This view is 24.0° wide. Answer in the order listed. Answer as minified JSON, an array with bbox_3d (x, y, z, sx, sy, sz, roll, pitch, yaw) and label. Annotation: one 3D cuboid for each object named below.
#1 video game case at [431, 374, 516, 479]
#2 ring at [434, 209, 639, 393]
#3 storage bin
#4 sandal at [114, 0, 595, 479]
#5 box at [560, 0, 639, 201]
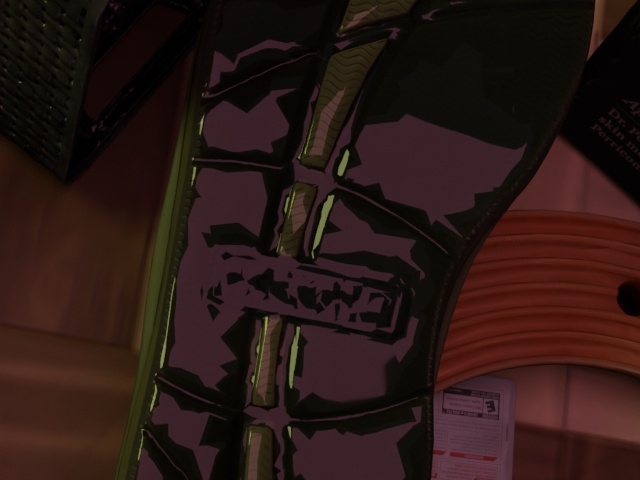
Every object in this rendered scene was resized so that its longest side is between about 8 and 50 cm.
[{"bbox_3d":[0.026,0.105,0.546,0.087,0.011,0.122,9,73,-11],"label":"video game case"},{"bbox_3d":[0.087,0.153,0.525,0.336,0.032,0.337,4,75,-13],"label":"ring"},{"bbox_3d":[-0.073,-0.109,0.492,0.084,0.180,0.122,38,70,0],"label":"storage bin"},{"bbox_3d":[-0.002,0.001,0.492,0.120,0.086,0.303,20,80,-8],"label":"sandal"},{"bbox_3d":[0.303,-0.041,0.493,0.343,0.312,0.179,42,70,0],"label":"box"}]
